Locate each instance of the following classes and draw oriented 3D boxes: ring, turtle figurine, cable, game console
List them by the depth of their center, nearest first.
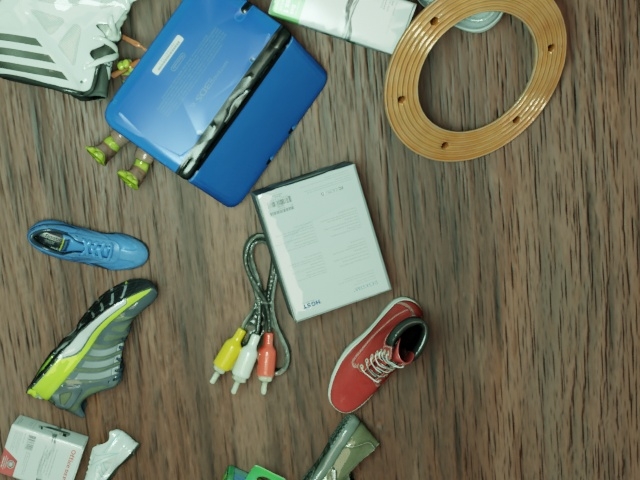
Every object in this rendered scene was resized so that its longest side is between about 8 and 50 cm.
[{"bbox_3d":[0.255,-0.281,1.689,0.337,0.032,0.336,-13,128,-17],"label":"ring"},{"bbox_3d":[-0.167,-0.239,1.692,0.250,0.173,0.293,36,89,0],"label":"game console"},{"bbox_3d":[-0.298,-0.211,1.733,0.269,0.087,0.217,40,80,-12],"label":"turtle figurine"},{"bbox_3d":[-0.100,0.136,1.813,0.140,0.072,0.287,13,100,-9],"label":"cable"}]

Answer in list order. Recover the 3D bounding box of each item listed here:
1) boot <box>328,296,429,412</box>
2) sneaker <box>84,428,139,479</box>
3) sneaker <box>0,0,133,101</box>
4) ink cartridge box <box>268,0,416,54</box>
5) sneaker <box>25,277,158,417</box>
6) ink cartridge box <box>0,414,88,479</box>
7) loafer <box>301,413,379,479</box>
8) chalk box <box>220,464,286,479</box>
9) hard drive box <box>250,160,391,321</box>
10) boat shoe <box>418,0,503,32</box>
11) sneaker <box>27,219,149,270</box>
[{"bbox_3d":[0.099,0.219,1.781,0.088,0.176,0.244,34,99,-9],"label":"boot"},{"bbox_3d":[-0.401,0.410,1.871,0.061,0.054,0.152,42,94,7],"label":"sneaker"},{"bbox_3d":[-0.330,-0.370,1.651,0.448,0.169,0.257,-18,97,-3],"label":"sneaker"},{"bbox_3d":[0.034,-0.380,1.676,0.220,0.160,0.092,18,101,-4],"label":"ink cartridge box"},{"bbox_3d":[-0.383,0.189,1.809,0.121,0.111,0.300,41,103,-18],"label":"sneaker"},{"bbox_3d":[-0.504,0.389,1.856,0.135,0.056,0.099,20,100,-5],"label":"ink cartridge box"},{"bbox_3d":[0.022,0.441,1.861,0.087,0.094,0.251,32,98,-3],"label":"loafer"},{"bbox_3d":[-0.138,0.504,1.851,0.132,0.132,0.213,28,98,-5],"label":"chalk box"},{"bbox_3d":[0.000,0.000,1.767,0.181,0.089,0.232,-18,100,-9],"label":"hard drive box"},{"bbox_3d":[0.173,-0.469,1.671,0.118,0.103,0.320,-41,90,14],"label":"boat shoe"},{"bbox_3d":[-0.407,0.014,1.778,0.209,0.082,0.069,13,98,-5],"label":"sneaker"}]
